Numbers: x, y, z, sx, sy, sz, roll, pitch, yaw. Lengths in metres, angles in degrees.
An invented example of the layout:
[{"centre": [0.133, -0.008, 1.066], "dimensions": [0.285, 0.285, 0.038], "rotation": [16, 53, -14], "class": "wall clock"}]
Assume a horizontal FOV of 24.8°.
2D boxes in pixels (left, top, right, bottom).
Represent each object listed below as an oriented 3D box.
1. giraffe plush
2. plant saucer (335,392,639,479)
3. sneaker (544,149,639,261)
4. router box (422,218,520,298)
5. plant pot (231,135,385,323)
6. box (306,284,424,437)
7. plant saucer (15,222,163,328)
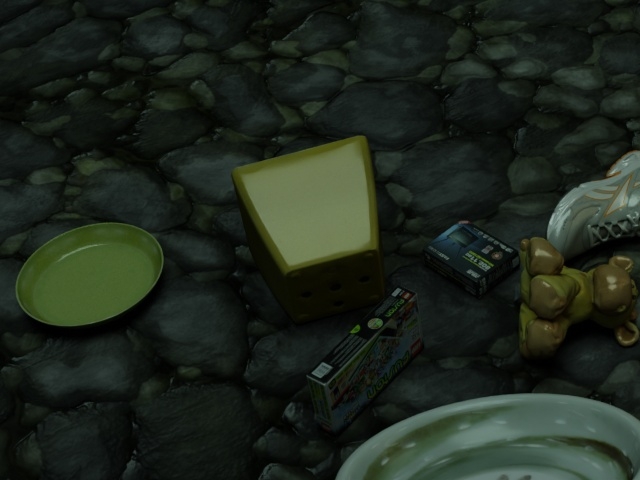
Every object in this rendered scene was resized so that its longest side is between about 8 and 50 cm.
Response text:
[{"centre": [0.371, 0.083, 2.069], "dimensions": [0.170, 0.181, 0.210], "rotation": [2, 7, 1], "class": "giraffe plush"}, {"centre": [0.218, 0.316, 1.802], "dimensions": [0.400, 0.100, 0.400], "rotation": [-10, 17, 3], "class": "plant saucer"}, {"centre": [0.452, -0.039, 2.214], "dimensions": [0.262, 0.099, 0.121], "rotation": [-36, 51, -24], "class": "sneaker"}, {"centre": [0.230, 0.026, 2.230], "dimensions": [0.092, 0.038, 0.122], "rotation": [-36, 46, -24], "class": "router box"}, {"centre": [0.000, 0.000, 2.205], "dimensions": [0.212, 0.212, 0.187], "rotation": [-15, 54, -4], "class": "plant pot"}, {"centre": [0.066, 0.169, 2.050], "dimensions": [0.036, 0.114, 0.207], "rotation": [24, 53, 34], "class": "box"}, {"centre": [-0.365, 0.063, 2.330], "dimensions": [0.241, 0.037, 0.241], "rotation": [-7, 41, 6], "class": "plant saucer"}]
